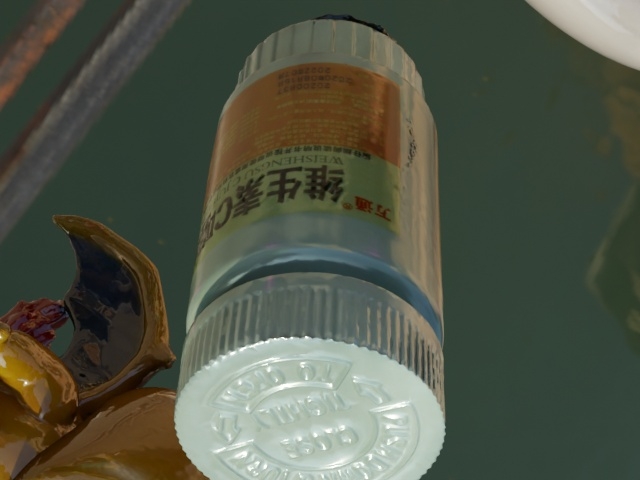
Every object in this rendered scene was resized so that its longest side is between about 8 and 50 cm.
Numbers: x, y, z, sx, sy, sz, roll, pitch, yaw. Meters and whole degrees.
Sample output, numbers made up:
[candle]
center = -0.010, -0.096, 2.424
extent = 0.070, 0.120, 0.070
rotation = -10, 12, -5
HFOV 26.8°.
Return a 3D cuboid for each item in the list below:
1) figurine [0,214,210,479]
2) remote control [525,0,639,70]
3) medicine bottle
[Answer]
[figurine]
center = -0.200, 0.177, 1.103
extent = 0.268, 0.387, 0.401
rotation = 65, 46, -70
[remote control]
center = 0.170, -0.211, 0.787
extent = 0.221, 0.332, 0.103
rotation = 36, 125, -12
[medicine bottle]
center = 0.000, 0.000, 0.867
extent = 0.158, 0.318, 0.158
rotation = 2, 132, 2
